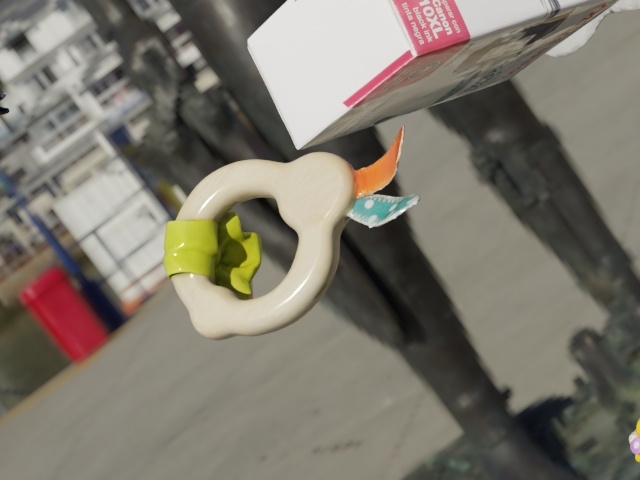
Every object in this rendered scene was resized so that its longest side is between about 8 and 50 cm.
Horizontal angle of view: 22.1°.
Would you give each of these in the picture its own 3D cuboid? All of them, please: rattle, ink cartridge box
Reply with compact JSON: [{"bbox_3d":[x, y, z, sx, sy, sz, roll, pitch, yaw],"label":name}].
[{"bbox_3d":[0.000,0.000,1.165,0.199,0.143,0.130,-33,50,10],"label":"rattle"},{"bbox_3d":[0.092,-0.171,1.237,0.237,0.100,0.172,-21,-8,-36],"label":"ink cartridge box"}]

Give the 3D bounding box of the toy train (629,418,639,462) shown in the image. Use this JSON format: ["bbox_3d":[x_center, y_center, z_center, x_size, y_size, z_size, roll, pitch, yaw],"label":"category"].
[{"bbox_3d":[0.386,0.226,1.798,0.046,0.125,0.166,-15,39,52],"label":"toy train"}]

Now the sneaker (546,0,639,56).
[{"bbox_3d":[0.293,-0.273,1.653,0.212,0.080,0.094,-28,42,41],"label":"sneaker"}]

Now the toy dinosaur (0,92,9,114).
[{"bbox_3d":[-0.405,-0.140,1.596,0.127,0.200,0.296,6,39,20],"label":"toy dinosaur"}]
